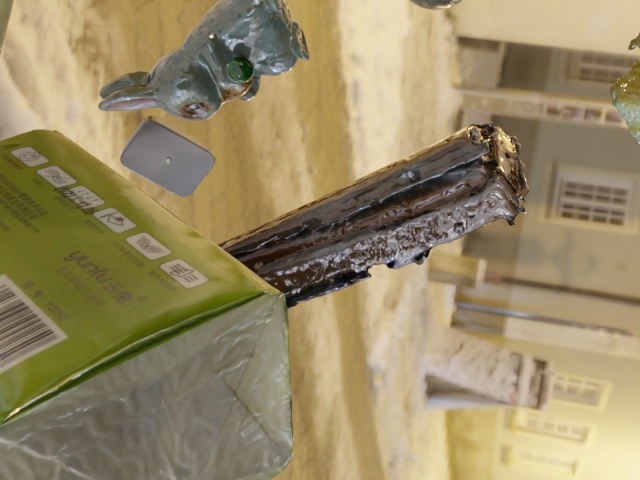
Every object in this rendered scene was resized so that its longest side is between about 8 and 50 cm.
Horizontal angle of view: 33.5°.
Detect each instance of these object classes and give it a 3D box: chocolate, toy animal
[{"bbox_3d":[-0.003,-0.003,0.806,0.065,0.329,0.102,58,22,-25],"label":"chocolate"},{"bbox_3d":[-0.124,-0.194,1.180,0.108,0.236,0.138,47,24,-32],"label":"toy animal"}]

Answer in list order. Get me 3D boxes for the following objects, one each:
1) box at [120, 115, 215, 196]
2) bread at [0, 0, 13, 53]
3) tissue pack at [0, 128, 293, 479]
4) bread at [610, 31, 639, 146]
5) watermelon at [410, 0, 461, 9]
[{"bbox_3d":[-0.228,-0.127,1.589,0.091,0.126,0.031,-51,-153,22],"label":"box"},{"bbox_3d":[-0.484,-0.270,1.421,0.060,0.139,0.178,12,91,-62],"label":"bread"},{"bbox_3d":[-0.179,0.066,0.686,0.200,0.275,0.167,-24,129,-33],"label":"tissue pack"},{"bbox_3d":[0.289,-0.085,0.731,0.110,0.156,0.103,3,-121,59],"label":"bread"},{"bbox_3d":[0.145,-0.351,1.374,0.133,0.105,0.105,-26,125,-58],"label":"watermelon"}]
